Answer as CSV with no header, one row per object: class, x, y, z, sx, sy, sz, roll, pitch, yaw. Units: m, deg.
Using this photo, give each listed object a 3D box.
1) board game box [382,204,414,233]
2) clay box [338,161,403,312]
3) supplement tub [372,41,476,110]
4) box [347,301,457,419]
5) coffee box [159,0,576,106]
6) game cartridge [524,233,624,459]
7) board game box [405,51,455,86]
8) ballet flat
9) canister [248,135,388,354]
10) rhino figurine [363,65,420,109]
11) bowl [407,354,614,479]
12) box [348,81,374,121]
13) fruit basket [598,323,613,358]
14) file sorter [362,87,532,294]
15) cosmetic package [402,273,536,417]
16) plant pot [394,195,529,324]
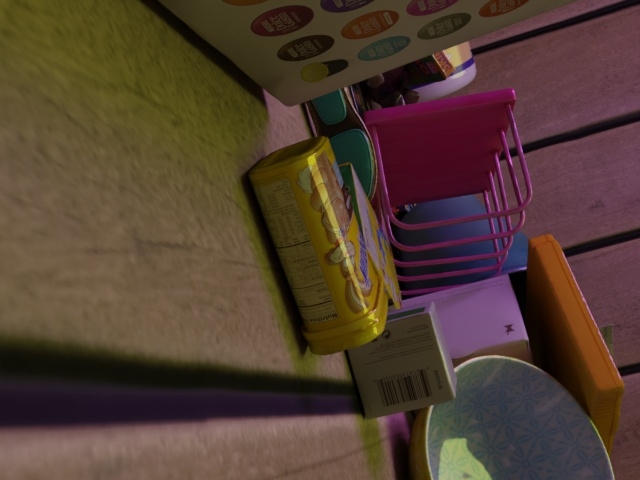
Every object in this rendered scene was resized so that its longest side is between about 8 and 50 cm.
board game box,0.151,-0.086,1.578,0.170,0.048,0.141,48,30,-65
clay box,0.054,0.023,0.986,0.222,0.053,0.127,61,17,-52
supplement tub,0.165,-0.455,1.647,0.241,0.241,0.331,-73,146,-69
box,0.090,0.131,0.892,0.087,0.101,0.101,-12,86,-79
coffee box,0.027,-0.354,0.661,0.338,0.334,0.338,21,53,-74
game cartridge,0.380,0.186,1.232,0.323,0.053,0.285,76,2,-50
board game box,0.117,-0.287,1.199,0.124,0.039,0.259,51,-2,-14
ballet flat,0.026,-0.142,1.029,0.067,0.073,0.206,-55,130,-78
canister,0.000,0.000,0.723,0.126,0.073,0.169,-66,138,-72
rhino figurine,0.097,-0.232,1.166,0.243,0.073,0.106,58,9,-63
bowl,0.221,0.312,1.050,0.156,0.290,0.289,129,-41,-50
box,0.011,-0.288,1.168,0.216,0.060,0.270,-8,83,-78
fruit basket,0.437,0.298,1.662,0.327,0.353,0.165,56,21,-58
file sorter,0.177,-0.052,1.161,0.290,0.202,0.182,78,3,-68
cosmetic package,0.254,0.251,1.271,0.155,0.197,0.365,-88,160,-53
plant pot,0.264,0.054,1.450,0.271,0.272,0.255,60,5,-50
